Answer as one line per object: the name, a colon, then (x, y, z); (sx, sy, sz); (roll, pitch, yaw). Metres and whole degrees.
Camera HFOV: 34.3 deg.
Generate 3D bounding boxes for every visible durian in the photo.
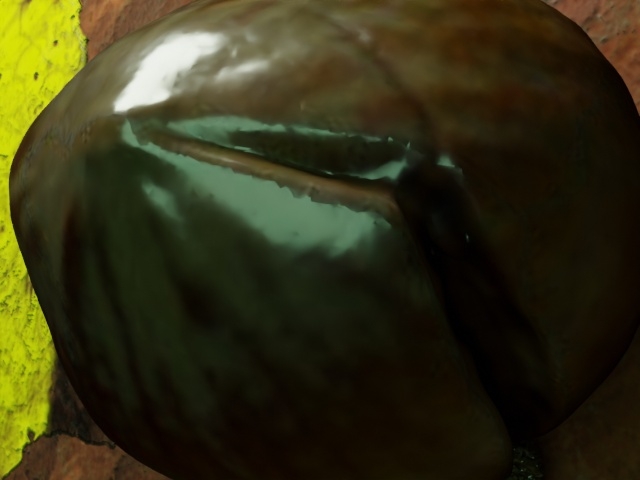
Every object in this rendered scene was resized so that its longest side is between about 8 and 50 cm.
durian: (0.112, 0.159, 0.720); (0.091, 0.080, 0.080); (27, 105, 32)

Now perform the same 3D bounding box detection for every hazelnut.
hazelnut: (0.000, 0.000, 0.656); (0.410, 0.359, 0.359); (-7, 85, 41)
